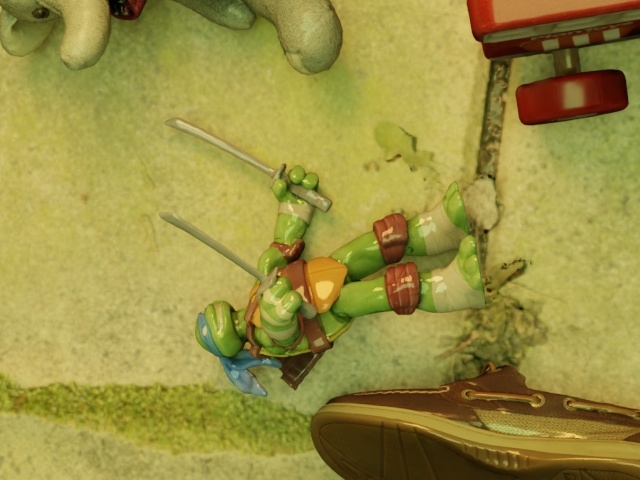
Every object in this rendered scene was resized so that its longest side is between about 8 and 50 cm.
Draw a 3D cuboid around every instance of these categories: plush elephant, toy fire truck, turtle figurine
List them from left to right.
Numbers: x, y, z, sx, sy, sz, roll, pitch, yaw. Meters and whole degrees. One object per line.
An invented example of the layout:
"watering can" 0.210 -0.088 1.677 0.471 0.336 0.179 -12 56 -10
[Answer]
"plush elephant" -0.184 -0.260 1.269 0.255 0.272 0.330 -37 59 -7
"turtle figurine" 0.000 0.000 1.286 0.266 0.198 0.275 -12 94 2
"toy fire truck" 0.276 -0.198 1.220 0.302 0.254 0.169 -7 91 6

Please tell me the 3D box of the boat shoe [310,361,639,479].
"boat shoe" 0.164 0.179 1.324 0.341 0.123 0.123 3 128 21
